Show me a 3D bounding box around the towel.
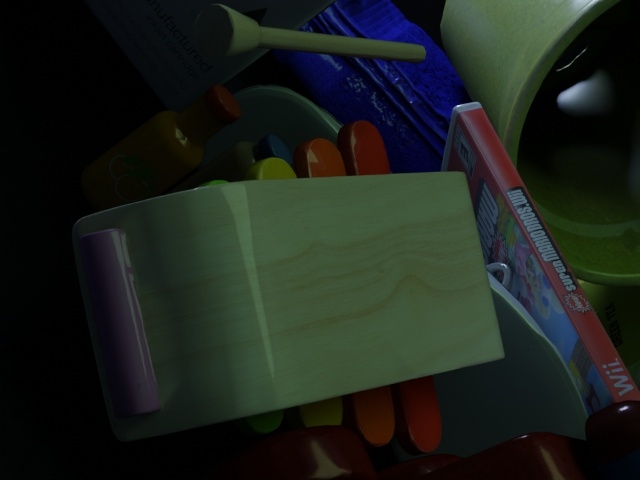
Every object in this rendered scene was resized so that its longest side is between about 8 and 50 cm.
[{"bbox_3d":[0.050,-0.161,1.467,0.308,0.076,0.227,49,27,-2],"label":"towel"}]

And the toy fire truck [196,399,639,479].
[{"bbox_3d":[0.094,0.159,0.881,0.302,0.254,0.169,22,38,-55],"label":"toy fire truck"}]

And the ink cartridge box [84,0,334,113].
[{"bbox_3d":[-0.039,-0.260,1.125,0.223,0.307,0.129,53,37,-7],"label":"ink cartridge box"}]

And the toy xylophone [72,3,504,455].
[{"bbox_3d":[0.000,0.000,0.949,0.322,0.081,0.236,8,71,-53],"label":"toy xylophone"}]

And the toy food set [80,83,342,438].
[{"bbox_3d":[-0.029,0.023,1.028,0.232,0.104,0.111,57,21,4],"label":"toy food set"}]

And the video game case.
[{"bbox_3d":[0.147,0.067,1.256,0.204,0.025,0.285,97,-25,-51],"label":"video game case"}]

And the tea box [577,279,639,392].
[{"bbox_3d":[0.360,0.123,1.407,0.220,0.323,0.329,46,21,-23],"label":"tea box"}]

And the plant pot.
[{"bbox_3d":[0.226,-0.145,1.386,0.276,0.276,0.254,39,11,-35],"label":"plant pot"}]

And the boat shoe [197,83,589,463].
[{"bbox_3d":[0.058,0.045,1.182,0.367,0.136,0.156,48,11,0],"label":"boat shoe"}]
